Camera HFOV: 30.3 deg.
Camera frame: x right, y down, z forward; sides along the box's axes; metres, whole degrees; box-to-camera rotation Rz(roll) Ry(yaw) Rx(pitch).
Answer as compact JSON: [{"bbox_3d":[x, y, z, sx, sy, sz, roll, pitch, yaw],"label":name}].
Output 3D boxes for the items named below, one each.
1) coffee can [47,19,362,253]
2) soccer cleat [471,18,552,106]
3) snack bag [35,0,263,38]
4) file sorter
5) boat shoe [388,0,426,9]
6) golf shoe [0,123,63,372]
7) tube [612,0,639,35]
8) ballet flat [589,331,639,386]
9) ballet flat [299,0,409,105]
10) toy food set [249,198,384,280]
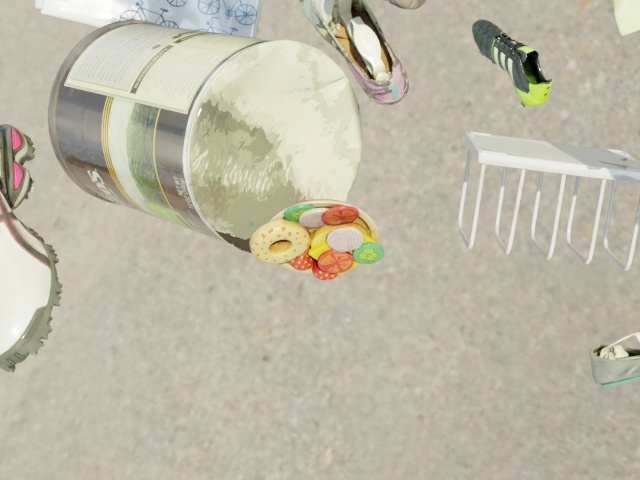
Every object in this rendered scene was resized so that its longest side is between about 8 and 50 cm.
[{"bbox_3d":[-0.121,-0.112,1.186,0.275,0.201,0.202,18,78,49],"label":"coffee can"},{"bbox_3d":[0.302,-0.289,1.847,0.179,0.060,0.072,56,151,21],"label":"soccer cleat"},{"bbox_3d":[-0.213,-0.451,1.678,0.037,0.323,0.343,-108,33,-79],"label":"snack bag"},{"bbox_3d":[0.372,-0.065,1.944,0.193,0.277,0.173,-89,6,-76],"label":"file sorter"},{"bbox_3d":[0.111,-0.398,1.422,0.116,0.123,0.324,13,44,20],"label":"boat shoe"},{"bbox_3d":[-0.317,-0.004,1.070,0.105,0.120,0.273,-37,53,21],"label":"golf shoe"},{"bbox_3d":[0.121,-0.204,0.426,0.070,0.062,0.240,-10,98,60],"label":"tube"},{"bbox_3d":[0.448,0.155,1.588,0.213,0.072,0.068,-16,88,50],"label":"ballet flat"},{"bbox_3d":[0.042,-0.269,1.502,0.076,0.079,0.222,-29,67,-6],"label":"ballet flat"},{"bbox_3d":[0.000,0.000,0.813,0.082,0.083,0.020,-30,43,30],"label":"toy food set"}]
